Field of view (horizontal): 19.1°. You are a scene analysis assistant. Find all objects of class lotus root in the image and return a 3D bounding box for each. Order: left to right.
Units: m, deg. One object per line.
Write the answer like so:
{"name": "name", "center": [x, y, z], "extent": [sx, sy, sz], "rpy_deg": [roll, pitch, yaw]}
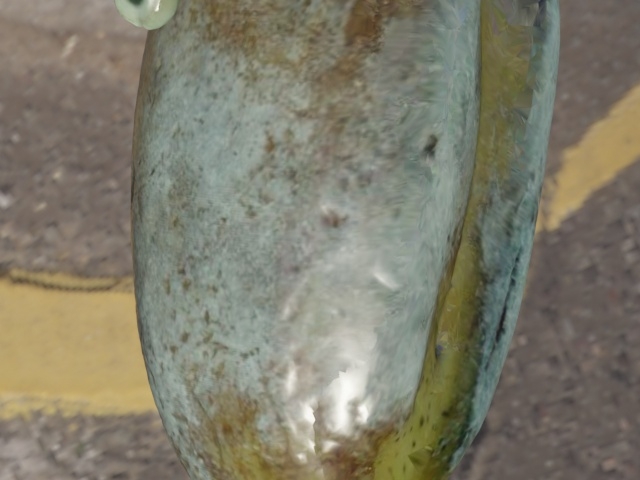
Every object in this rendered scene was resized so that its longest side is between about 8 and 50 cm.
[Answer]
{"name": "lotus root", "center": [0.000, 0.000, 0.694], "extent": [0.158, 0.140, 0.322], "rpy_deg": [15, 82, -60]}

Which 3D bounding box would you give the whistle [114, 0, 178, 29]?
{"name": "whistle", "center": [-0.037, -0.182, 0.543], "extent": [0.092, 0.110, 0.244], "rpy_deg": [-6, 106, -50]}
